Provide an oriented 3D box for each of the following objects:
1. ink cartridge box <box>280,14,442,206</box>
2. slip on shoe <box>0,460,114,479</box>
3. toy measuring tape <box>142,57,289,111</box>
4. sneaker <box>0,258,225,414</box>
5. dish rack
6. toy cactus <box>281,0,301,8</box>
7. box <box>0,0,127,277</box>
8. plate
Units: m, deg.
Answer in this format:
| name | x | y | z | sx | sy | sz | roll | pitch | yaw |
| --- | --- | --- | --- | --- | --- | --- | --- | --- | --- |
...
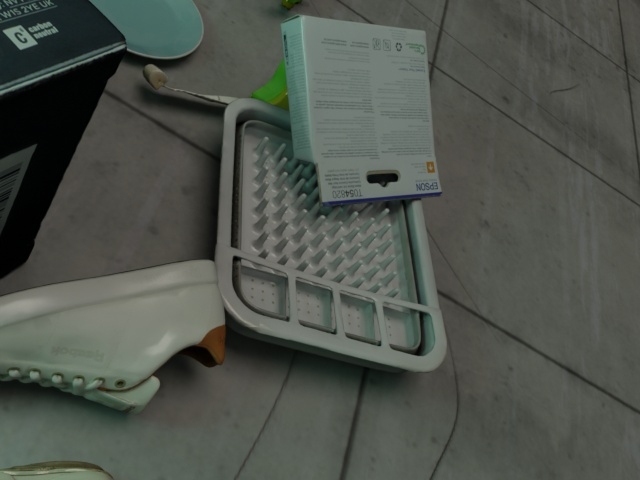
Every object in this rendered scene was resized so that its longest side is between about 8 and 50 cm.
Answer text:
| name | x | y | z | sx | sy | sz | roll | pitch | yaw |
| --- | --- | --- | --- | --- | --- | --- | --- | --- | --- |
| ink cartridge box | 0.056 | -0.157 | 0.955 | 0.223 | 0.045 | 0.224 | -6 | 91 | -41 |
| slip on shoe | -0.230 | 0.194 | 0.595 | 0.135 | 0.051 | 0.041 | 2 | 16 | -26 |
| toy measuring tape | -0.056 | -0.212 | 0.983 | 0.330 | 0.121 | 0.121 | 10 | 52 | -32 |
| sneaker | -0.207 | 0.098 | 0.642 | 0.290 | 0.106 | 0.123 | -11 | 83 | -31 |
| dish rack | 0.000 | 0.000 | 0.897 | 0.286 | 0.072 | 0.332 | 17 | 48 | -24 |
| toy cactus | -0.043 | -0.447 | 1.223 | 0.180 | 0.112 | 0.219 | 19 | 42 | -49 |
| box | -0.391 | -0.152 | 0.566 | 0.395 | 0.293 | 0.212 | 45 | 42 | 2 |
| plate | -0.242 | -0.300 | 0.993 | 0.188 | 0.024 | 0.188 | 20 | 47 | -22 |
